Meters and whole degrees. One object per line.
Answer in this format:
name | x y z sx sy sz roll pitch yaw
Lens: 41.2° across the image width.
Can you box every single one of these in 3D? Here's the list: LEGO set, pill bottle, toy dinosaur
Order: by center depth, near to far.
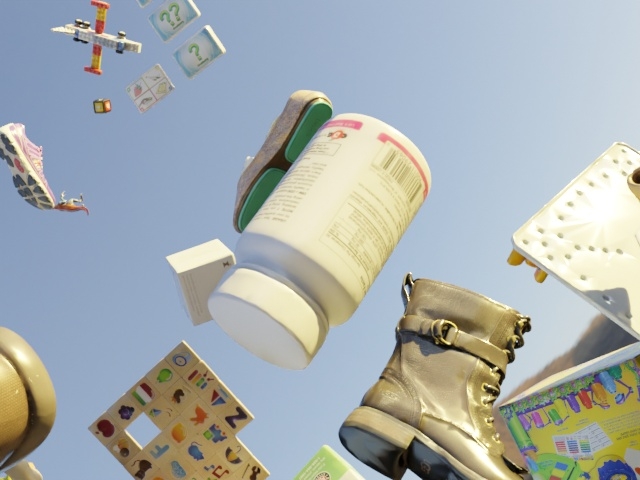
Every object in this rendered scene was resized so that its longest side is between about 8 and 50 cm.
pill bottle | 0.000 0.000 1.002 0.283 0.160 0.160 -55 -21 -27
LEGO set | -0.294 -0.298 1.318 0.244 0.182 0.060 -30 8 24
toy dinosaur | -0.566 -0.081 1.883 0.082 0.090 0.047 -13 -67 -28

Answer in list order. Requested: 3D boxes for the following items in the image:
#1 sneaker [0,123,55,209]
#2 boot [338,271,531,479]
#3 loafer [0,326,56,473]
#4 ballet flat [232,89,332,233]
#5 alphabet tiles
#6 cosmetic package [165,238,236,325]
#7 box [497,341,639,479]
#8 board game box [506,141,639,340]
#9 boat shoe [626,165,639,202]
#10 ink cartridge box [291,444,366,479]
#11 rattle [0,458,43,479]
sneaker | -0.521 -0.135 1.545 0.071 0.068 0.170 -46 -57 -47
boot | 0.164 0.156 0.855 0.229 0.262 0.091 -54 -13 -36
loafer | -0.360 0.187 0.621 0.366 0.134 0.130 -41 -8 17
ballet flat | -0.088 -0.159 1.680 0.107 0.106 0.316 30 -83 -46
alphabet tiles | -0.197 0.301 1.273 0.198 0.237 0.009 -42 1 3
cosmetic package | -0.293 0.105 2.187 0.151 0.183 0.151 -20 -74 -14
box | 0.487 0.324 1.338 0.177 0.279 0.290 -17 -12 -39
board game box | 0.532 0.041 1.303 0.390 0.390 0.050 -35 -25 -40
boat shoe | 0.540 -0.088 1.072 0.341 0.110 0.122 -25 24 56
ink cartridge box | 0.034 0.364 0.966 0.154 0.212 0.093 -45 -39 -8
rattle | -0.443 0.269 1.042 0.130 0.199 0.143 -55 22 22
